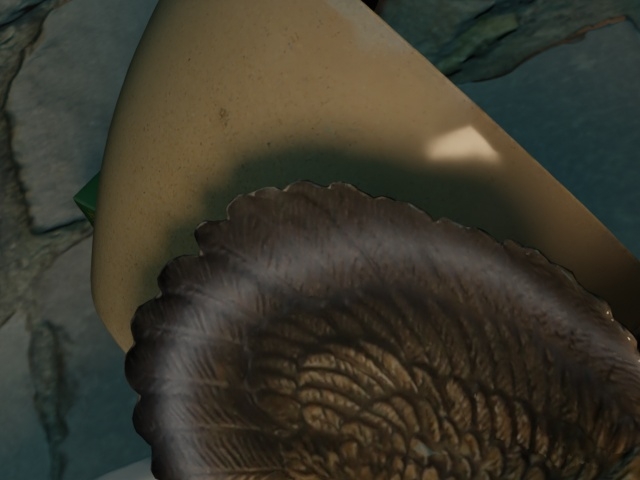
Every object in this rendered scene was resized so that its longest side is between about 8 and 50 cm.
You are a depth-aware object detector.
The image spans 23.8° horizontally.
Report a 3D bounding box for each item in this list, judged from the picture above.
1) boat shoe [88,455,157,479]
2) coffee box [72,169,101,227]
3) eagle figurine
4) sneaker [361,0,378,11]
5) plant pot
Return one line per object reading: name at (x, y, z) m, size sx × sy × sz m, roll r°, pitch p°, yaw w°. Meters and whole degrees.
boat shoe at (-0.134, 0.206, 0.705) m, size 0.302 × 0.109 × 0.094 m, roll -31°, pitch 39°, yaw -13°
coffee box at (-0.056, -0.024, 0.938) m, size 0.184 × 0.040 × 0.113 m, roll 24°, pitch 65°, yaw 40°
eagle figurine at (0.070, 0.107, 0.548) m, size 0.225 × 0.226 × 0.298 m, roll 1°, pitch 20°, yaw -22°
sneaker at (0.010, -0.265, 1.062) m, size 0.147 × 0.130 × 0.330 m, roll 21°, pitch 63°, yaw 37°
plant pot at (0.000, 0.000, 0.743) m, size 0.191 × 0.284 × 0.284 m, roll -48°, pitch 44°, yaw 5°
